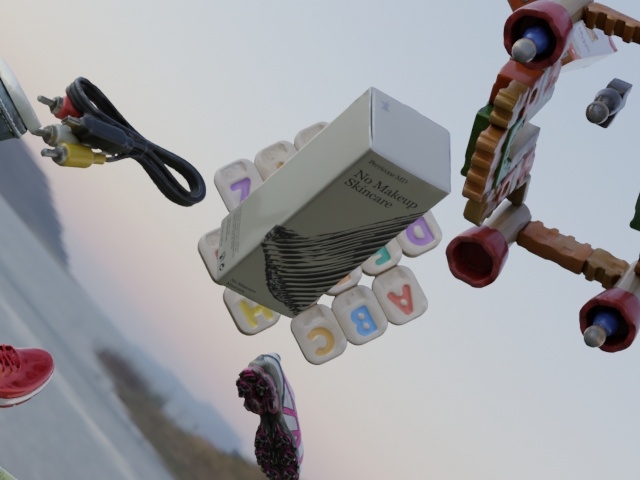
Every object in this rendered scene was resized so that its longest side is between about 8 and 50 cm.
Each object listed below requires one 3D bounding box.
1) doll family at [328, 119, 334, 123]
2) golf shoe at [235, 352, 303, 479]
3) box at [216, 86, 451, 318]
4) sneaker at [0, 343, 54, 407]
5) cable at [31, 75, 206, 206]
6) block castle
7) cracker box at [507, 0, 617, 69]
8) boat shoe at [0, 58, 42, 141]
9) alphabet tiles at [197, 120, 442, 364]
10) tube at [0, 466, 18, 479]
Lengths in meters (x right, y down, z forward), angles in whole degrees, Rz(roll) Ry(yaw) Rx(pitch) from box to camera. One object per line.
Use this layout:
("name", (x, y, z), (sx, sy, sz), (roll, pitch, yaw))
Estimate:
("doll family", (0.049, -0.093, 2.229), (0.111, 0.076, 0.193), (45, 36, -29))
("golf shoe", (-0.053, 0.240, 2.097), (0.068, 0.086, 0.186), (-3, -70, 28))
("box", (0.010, -0.034, 1.651), (0.113, 0.275, 0.094), (26, 44, -25))
("sneaker", (-0.460, 0.171, 2.209), (0.087, 0.221, 0.128), (48, -48, 24))
("cable", (-0.287, -0.135, 2.225), (0.287, 0.072, 0.139), (26, 46, -44))
("block castle", (0.350, -0.094, 2.095), (0.303, 0.213, 0.453), (26, -50, 19))
("cracker box", (0.413, -0.370, 2.657), (0.232, 0.067, 0.155), (-20, 84, -60))
("boat shoe", (-0.460, -0.201, 2.084), (0.319, 0.099, 0.116), (42, -20, 59))
("alphabet tiles", (0.000, 0.000, 1.931), (0.278, 0.284, 0.021), (63, -11, 9))
("tube", (-0.419, 0.408, 2.278), (0.240, 0.070, 0.062), (42, -1, -9))
